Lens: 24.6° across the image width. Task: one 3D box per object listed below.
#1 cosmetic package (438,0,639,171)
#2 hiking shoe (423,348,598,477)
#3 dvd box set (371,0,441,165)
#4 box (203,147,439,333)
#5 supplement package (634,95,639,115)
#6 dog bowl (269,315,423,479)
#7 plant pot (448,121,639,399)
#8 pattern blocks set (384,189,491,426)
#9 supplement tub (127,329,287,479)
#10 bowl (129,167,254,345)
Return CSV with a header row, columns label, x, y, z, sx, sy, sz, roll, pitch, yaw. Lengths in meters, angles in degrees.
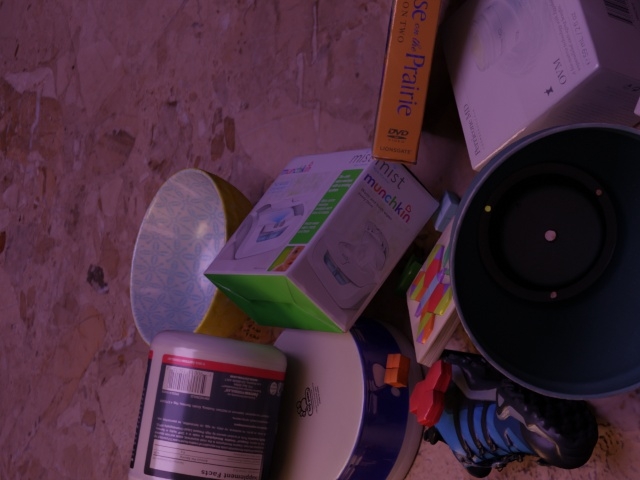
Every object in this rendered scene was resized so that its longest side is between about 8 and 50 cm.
label,x,y,z,sx,sy,sz,roll,pitch,yaw
cosmetic package,0.277,-0.219,1.771,0.224,0.138,0.224,-42,47,42
hiking shoe,0.225,0.227,1.740,0.304,0.113,0.132,-152,72,-66
dvd box set,0.126,-0.329,1.891,0.307,0.062,0.420,-79,-3,-77
box,0.000,0.000,2.012,0.231,0.127,0.262,-53,22,-18
supplement package,0.464,-0.209,1.438,0.145,0.204,0.262,30,104,54
dog bowl,0.021,0.231,2.018,0.265,0.104,0.265,-24,60,50
plant pot,0.271,0.006,1.615,0.196,0.293,0.293,-114,42,-78
pattern blocks set,0.150,0.067,1.852,0.285,0.026,0.325,-64,14,10
supplement tub,-0.156,0.267,1.998,0.191,0.191,0.272,2,81,55
bowl,-0.162,0.041,2.297,0.289,0.156,0.289,-22,62,51
